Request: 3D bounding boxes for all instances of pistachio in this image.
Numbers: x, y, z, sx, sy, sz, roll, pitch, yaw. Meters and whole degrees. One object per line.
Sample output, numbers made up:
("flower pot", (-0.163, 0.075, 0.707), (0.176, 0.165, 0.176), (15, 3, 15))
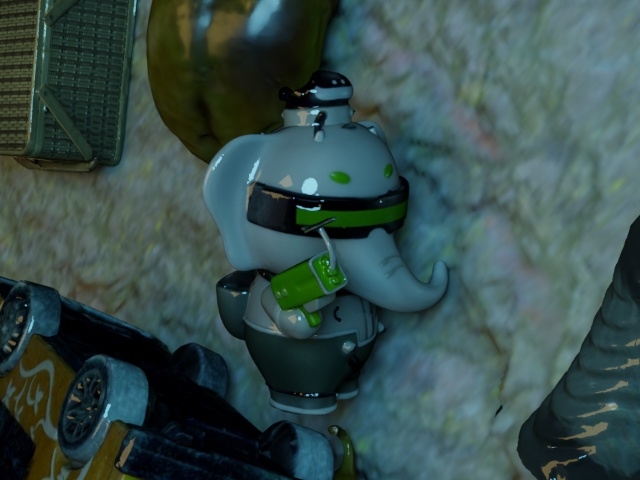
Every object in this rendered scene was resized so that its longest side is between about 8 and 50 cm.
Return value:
("pistachio", (-0.051, -0.132, 1.018), (0.100, 0.110, 0.189), (-103, 29, -71))

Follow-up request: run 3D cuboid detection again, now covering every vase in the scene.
("vase", (0.168, 0.011, 0.746), (0.115, 0.115, 0.237), (46, 126, 42))

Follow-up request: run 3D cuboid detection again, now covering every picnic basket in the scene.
("picnic basket", (-0.202, -0.133, 1.220), (0.115, 0.079, 0.164), (6, 91, 50))

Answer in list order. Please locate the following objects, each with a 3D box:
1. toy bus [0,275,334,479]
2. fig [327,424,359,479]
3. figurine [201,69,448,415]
("toy bus", (-0.135, 0.150, 0.993), (0.323, 0.162, 0.194), (29, 95, 60))
("fig", (0.008, 0.151, 0.967), (0.050, 0.050, 0.083), (-4, 73, 50))
("figurine", (0.000, 0.000, 0.928), (0.126, 0.147, 0.192), (9, 106, 37))
